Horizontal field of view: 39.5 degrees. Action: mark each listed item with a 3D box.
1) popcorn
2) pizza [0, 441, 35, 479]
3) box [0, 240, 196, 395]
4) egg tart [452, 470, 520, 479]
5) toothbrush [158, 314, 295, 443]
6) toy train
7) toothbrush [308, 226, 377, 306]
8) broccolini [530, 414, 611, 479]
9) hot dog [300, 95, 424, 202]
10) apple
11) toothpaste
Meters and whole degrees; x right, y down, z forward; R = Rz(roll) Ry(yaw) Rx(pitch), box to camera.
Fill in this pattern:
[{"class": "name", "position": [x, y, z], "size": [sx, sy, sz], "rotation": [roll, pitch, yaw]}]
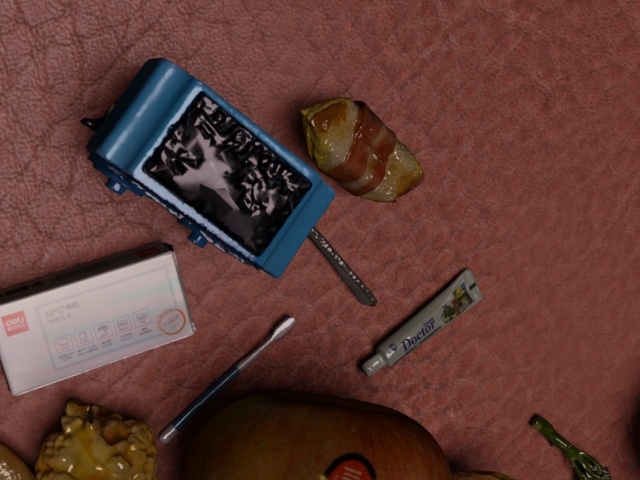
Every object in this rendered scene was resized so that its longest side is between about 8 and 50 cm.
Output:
[{"class": "popcorn", "position": [-0.311, 0.315, 1.252], "size": [0.180, 0.180, 0.170], "rotation": [10, 121, -26]}, {"class": "pizza", "position": [-0.468, 0.388, 1.232], "size": [0.182, 0.074, 0.365], "rotation": [-31, 112, -25]}, {"class": "box", "position": [-0.316, 0.105, 1.235], "size": [0.269, 0.079, 0.135], "rotation": [-19, 109, -20]}, {"class": "egg tart", "position": [0.275, 0.514, 1.527], "size": [0.123, 0.294, 0.294], "rotation": [-24, 118, -64]}, {"class": "toothbrush", "position": [-0.143, 0.211, 1.371], "size": [0.275, 0.025, 0.019], "rotation": [-43, 109, -8]}, {"class": "toy train", "position": [-0.155, -0.098, 1.161], "size": [0.300, 0.265, 0.188], "rotation": [36, 86, -24]}, {"class": "toothbrush", "position": [0.000, 0.000, 1.382], "size": [0.030, 0.030, 0.297], "rotation": [-48, 115, -19]}, {"class": "broccolini", "position": [0.461, 0.401, 1.674], "size": [0.216, 0.058, 0.067], "rotation": [38, 44, -19]}, {"class": "hot dog", "position": [0.048, -0.137, 1.341], "size": [0.261, 0.093, 0.123], "rotation": [38, 76, -41]}, {"class": "apple", "position": [-0.011, 0.390, 1.260], "size": [0.400, 0.400, 0.334], "rotation": [13, 83, -26]}, {"class": "toothpaste", "position": [0.169, 0.142, 1.487], "size": [0.255, 0.037, 0.067], "rotation": [-36, 113, -17]}]
